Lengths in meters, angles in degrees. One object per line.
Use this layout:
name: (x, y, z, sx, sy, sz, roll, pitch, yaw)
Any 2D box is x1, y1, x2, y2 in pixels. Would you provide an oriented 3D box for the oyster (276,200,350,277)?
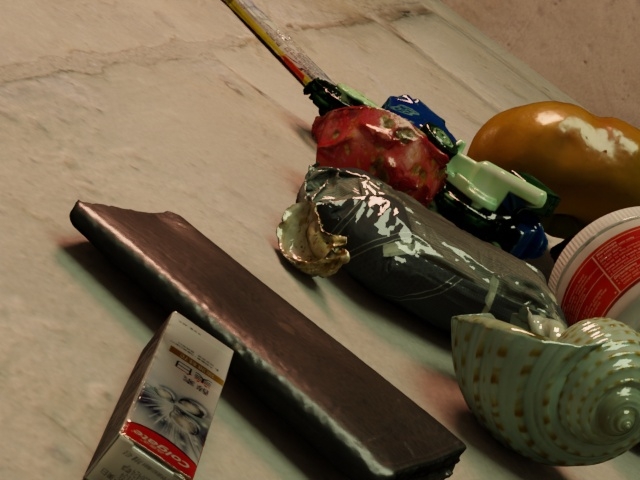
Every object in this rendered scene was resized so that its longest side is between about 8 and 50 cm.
oyster: (0.000, 0.000, 1.573, 0.038, 0.080, 0.083, 50, 38, -40)

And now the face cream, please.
face cream: (0.351, 0.088, 1.782, 0.201, 0.201, 0.187, 30, 14, -20)

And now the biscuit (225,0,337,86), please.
biscuit: (-0.053, -0.257, 2.271, 0.048, 0.026, 0.292, 13, 27, -45)

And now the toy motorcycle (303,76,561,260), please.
toy motorcycle: (0.124, -0.083, 1.982, 0.331, 0.125, 0.196, 41, 17, 33)

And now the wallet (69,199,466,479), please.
wallet: (-0.043, 0.078, 1.303, 0.321, 0.044, 0.170, 38, 15, 19)

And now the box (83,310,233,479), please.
box: (-0.099, 0.107, 1.105, 0.055, 0.039, 0.218, 35, 16, -8)

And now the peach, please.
peach: (0.300, -0.078, 2.155, 0.251, 0.153, 0.251, 12, -10, 2)

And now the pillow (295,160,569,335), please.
pillow: (0.120, 0.031, 1.681, 0.335, 0.093, 0.161, 28, 16, -27)

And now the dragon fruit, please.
dragon fruit: (0.042, -0.056, 1.785, 0.153, 0.153, 0.111, 34, 56, -7)

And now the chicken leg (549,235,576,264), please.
chicken leg: (0.357, 0.082, 2.020, 0.093, 0.113, 0.304, 7, 23, -35)

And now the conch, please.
conch: (0.198, 0.128, 1.505, 0.172, 0.131, 0.200, -1, 2, -25)
